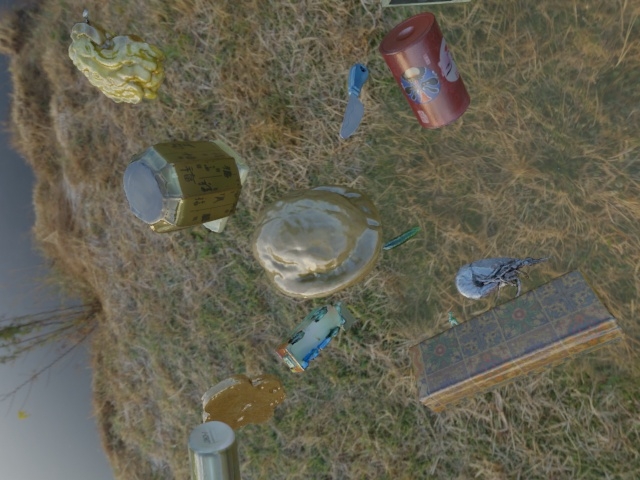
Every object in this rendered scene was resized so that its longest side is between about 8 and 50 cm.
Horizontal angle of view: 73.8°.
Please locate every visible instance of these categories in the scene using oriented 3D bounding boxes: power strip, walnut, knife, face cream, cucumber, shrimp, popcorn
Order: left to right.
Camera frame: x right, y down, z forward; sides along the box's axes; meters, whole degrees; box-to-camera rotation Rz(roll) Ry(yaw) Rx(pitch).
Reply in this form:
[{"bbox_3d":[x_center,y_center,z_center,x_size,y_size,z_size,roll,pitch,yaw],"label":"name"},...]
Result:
[{"bbox_3d":[-0.439,-0.377,0.928,0.163,0.194,0.140,158,128,-69],"label":"popcorn"},{"bbox_3d":[-0.134,0.411,0.585,0.139,0.067,0.284,157,105,-71],"label":"face cream"},{"bbox_3d":[-0.008,0.005,1.284,0.384,0.384,0.383,5,101,28],"label":"walnut"},{"bbox_3d":[0.102,0.349,1.957,0.028,0.076,0.169,23,153,48],"label":"power strip"},{"bbox_3d":[0.087,-0.344,1.063,0.032,0.058,0.244,-22,51,49],"label":"knife"},{"bbox_3d":[0.295,-0.003,1.567,0.168,0.039,0.039,-31,82,4],"label":"cucumber"},{"bbox_3d":[0.630,0.117,1.459,0.343,0.116,0.145,-15,48,-1],"label":"shrimp"}]

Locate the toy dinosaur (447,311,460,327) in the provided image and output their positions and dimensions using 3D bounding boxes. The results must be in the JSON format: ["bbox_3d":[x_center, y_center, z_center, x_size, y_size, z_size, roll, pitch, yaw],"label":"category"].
[{"bbox_3d":[0.517,0.304,1.645,0.021,0.083,0.062,-14,76,54],"label":"toy dinosaur"}]

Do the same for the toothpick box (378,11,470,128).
[{"bbox_3d":[0.370,-0.582,1.491,0.204,0.333,0.204,-25,41,24],"label":"toothpick box"}]

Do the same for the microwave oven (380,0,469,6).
[{"bbox_3d":[0.250,-0.658,0.973,0.145,0.241,0.193,145,112,-74],"label":"microwave oven"}]

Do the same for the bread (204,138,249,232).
[{"bbox_3d":[-0.242,-0.127,0.986,0.139,0.060,0.178,43,117,31],"label":"bread"}]

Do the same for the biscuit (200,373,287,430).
[{"bbox_3d":[-0.244,0.524,1.391,0.269,0.376,0.051,-29,51,-3],"label":"biscuit"}]

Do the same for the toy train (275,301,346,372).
[{"bbox_3d":[-0.020,0.222,0.990,0.072,0.188,0.099,49,145,-1],"label":"toy train"}]

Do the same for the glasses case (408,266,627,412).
[{"bbox_3d":[0.210,0.119,0.484,0.218,0.075,0.049,-33,122,23],"label":"glasses case"}]

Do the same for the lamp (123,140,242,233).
[{"bbox_3d":[-0.242,-0.099,0.769,0.161,0.185,0.161,12,112,31],"label":"lamp"}]
